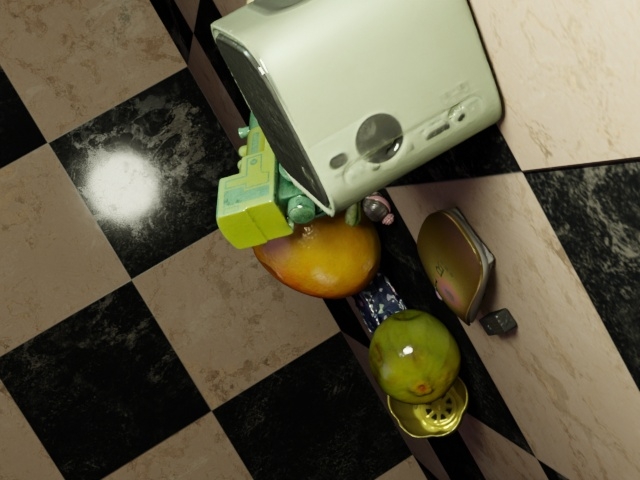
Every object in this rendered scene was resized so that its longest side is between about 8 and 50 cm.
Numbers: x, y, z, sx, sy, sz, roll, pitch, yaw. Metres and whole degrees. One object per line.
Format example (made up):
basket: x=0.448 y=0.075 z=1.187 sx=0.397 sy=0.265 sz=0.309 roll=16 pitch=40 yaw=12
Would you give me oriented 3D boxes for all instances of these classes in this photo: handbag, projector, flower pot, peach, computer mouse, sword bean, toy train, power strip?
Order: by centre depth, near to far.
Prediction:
projector: x=0.040 y=-0.209 z=1.053 sx=0.248 sy=0.249 sz=0.248 roll=63 pitch=171 yaw=-27
power strip: x=0.308 y=0.144 z=1.474 sx=0.038 sy=0.029 sz=0.111 roll=58 pitch=171 yaw=6
computer mouse: x=0.232 y=0.053 z=1.476 sx=0.158 sy=0.072 sz=0.310 roll=58 pitch=173 yaw=21
sword bean: x=0.063 y=-0.142 z=1.700 sx=0.038 sy=0.043 sz=0.269 roll=36 pitch=142 yaw=42
toy train: x=-0.085 y=-0.173 z=1.734 sx=0.150 sy=0.237 sz=0.369 roll=59 pitch=-157 yaw=-47
peach: x=-0.003 y=0.003 z=1.976 sx=0.308 sy=0.289 sz=0.289 roll=69 pitch=169 yaw=-17
flower pot: x=0.278 y=0.402 z=2.086 sx=0.195 sy=0.195 sz=0.179 roll=55 pitch=-177 yaw=26
handbag: x=0.154 y=0.168 z=2.195 sx=0.260 sy=0.113 sz=0.162 roll=58 pitch=165 yaw=17

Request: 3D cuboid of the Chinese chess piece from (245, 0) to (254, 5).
Chinese chess piece: x=-0.066 y=-0.399 z=1.442 sx=0.122 sy=0.122 sz=0.051 roll=72 pitch=174 yaw=-58

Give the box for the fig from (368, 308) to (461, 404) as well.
fig: x=0.200 y=0.251 z=1.899 sx=0.230 sy=0.207 sz=0.207 roll=57 pitch=173 yaw=40

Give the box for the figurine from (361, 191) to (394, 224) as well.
figurine: x=0.107 y=-0.080 z=1.793 sx=0.072 sy=0.054 sz=0.129 roll=56 pitch=177 yaw=-34
